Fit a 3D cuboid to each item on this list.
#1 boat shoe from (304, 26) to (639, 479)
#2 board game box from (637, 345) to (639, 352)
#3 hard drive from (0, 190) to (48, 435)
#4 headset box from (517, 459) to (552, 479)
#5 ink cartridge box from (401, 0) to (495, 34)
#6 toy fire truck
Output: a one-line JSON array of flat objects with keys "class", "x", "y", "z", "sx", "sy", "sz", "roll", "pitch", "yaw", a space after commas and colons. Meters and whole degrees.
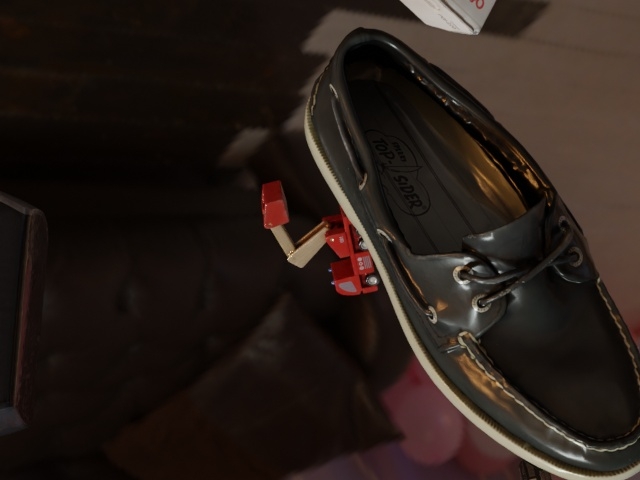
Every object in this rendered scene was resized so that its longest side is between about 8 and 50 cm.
[{"class": "boat shoe", "x": 0.104, "y": -0.002, "z": 0.983, "sx": 0.127, "sy": 0.340, "sz": 0.113, "roll": -24, "pitch": 158, "yaw": -15}, {"class": "board game box", "x": 0.412, "y": 0.181, "z": 1.708, "sx": 0.133, "sy": 0.169, "sz": 0.033, "roll": 19, "pitch": 136, "yaw": -33}, {"class": "hard drive", "x": -0.223, "y": 0.054, "z": 1.070, "sx": 0.054, "sy": 0.172, "sz": 0.255, "roll": 4, "pitch": 172, "yaw": -7}, {"class": "headset box", "x": 0.267, "y": 0.303, "z": 1.906, "sx": 0.032, "sy": 0.062, "sz": 0.083, "roll": -13, "pitch": 163, "yaw": 1}, {"class": "ink cartridge box", "x": 0.156, "y": -0.365, "z": 1.744, "sx": 0.158, "sy": 0.092, "sz": 0.218, "roll": 35, "pitch": 79, "yaw": -42}, {"class": "toy fire truck", "x": 0.000, "y": 0.000, "z": 2.065, "sx": 0.135, "sy": 0.047, "sz": 0.192, "roll": -12, "pitch": 128, "yaw": 1}]
